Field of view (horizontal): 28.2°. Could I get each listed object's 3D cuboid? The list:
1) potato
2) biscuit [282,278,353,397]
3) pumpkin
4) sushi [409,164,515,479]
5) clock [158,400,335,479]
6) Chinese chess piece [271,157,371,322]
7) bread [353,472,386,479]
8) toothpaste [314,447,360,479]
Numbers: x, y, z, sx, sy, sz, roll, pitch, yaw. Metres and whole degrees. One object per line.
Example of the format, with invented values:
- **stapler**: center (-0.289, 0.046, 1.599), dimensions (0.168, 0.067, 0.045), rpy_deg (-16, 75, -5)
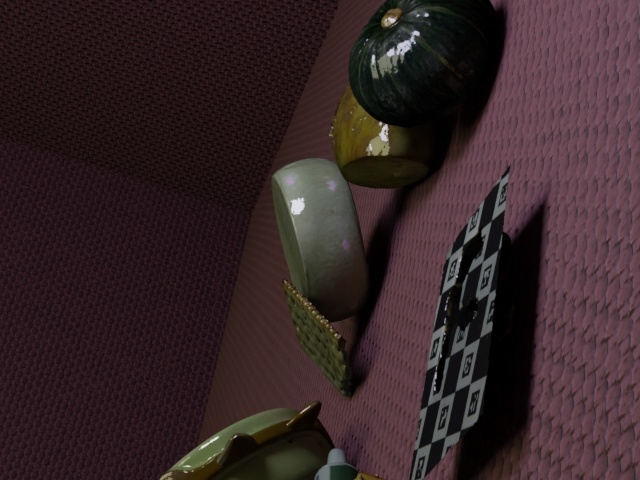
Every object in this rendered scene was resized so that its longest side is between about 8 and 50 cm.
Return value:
- **potato**: center (0.088, -0.155, 1.811), dimensions (0.298, 0.141, 0.176), rpy_deg (-104, 21, -75)
- **biscuit**: center (0.000, 0.148, 1.836), dimensions (0.203, 0.016, 0.144), rpy_deg (43, 153, 54)
- **pumpkin**: center (0.135, -0.238, 1.622), dimensions (0.211, 0.152, 0.211), rpy_deg (-31, 40, 31)
- **sushi**: center (0.151, 0.089, 1.212), dimensions (0.192, 0.043, 0.279), rpy_deg (118, 166, -54)
- **clock**: center (-0.105, 0.347, 1.710), dimensions (0.117, 0.286, 0.348), rpy_deg (53, 139, 23)
- **Chinese chess piece**: center (0.000, 0.000, 1.921), dimensions (0.250, 0.101, 0.250), rpy_deg (167, 90, -83)
- **bread**: center (0.054, 0.326, 1.316), dimensions (0.187, 0.065, 0.103), rpy_deg (-88, 18, -67)
- **toothpaste**: center (0.024, 0.373, 1.450), dimensions (0.392, 0.061, 0.099), rpy_deg (-92, 20, -58)
